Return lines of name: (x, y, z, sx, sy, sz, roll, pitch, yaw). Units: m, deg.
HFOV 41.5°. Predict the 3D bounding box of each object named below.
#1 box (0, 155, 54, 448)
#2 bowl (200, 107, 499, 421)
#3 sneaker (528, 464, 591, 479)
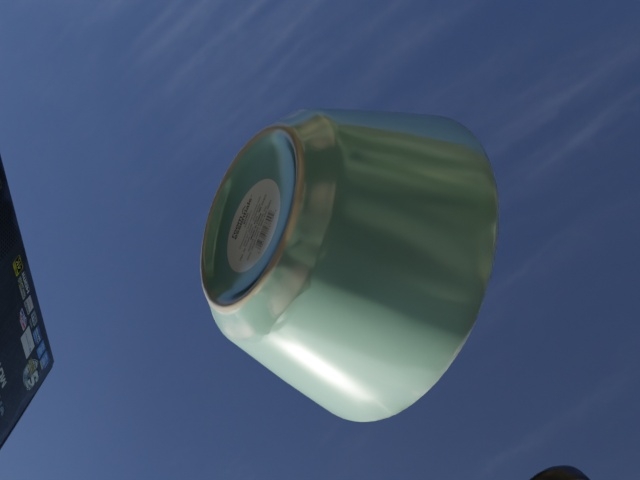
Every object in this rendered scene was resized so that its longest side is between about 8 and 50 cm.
box: (-0.263, 0.059, 0.568, 0.059, 0.232, 0.183, 6, -145, 10)
bowl: (0.000, 0.000, 0.791, 0.311, 0.163, 0.311, -35, -136, 44)
sneaker: (0.140, 0.262, 0.552, 0.098, 0.083, 0.223, 36, -75, 52)
